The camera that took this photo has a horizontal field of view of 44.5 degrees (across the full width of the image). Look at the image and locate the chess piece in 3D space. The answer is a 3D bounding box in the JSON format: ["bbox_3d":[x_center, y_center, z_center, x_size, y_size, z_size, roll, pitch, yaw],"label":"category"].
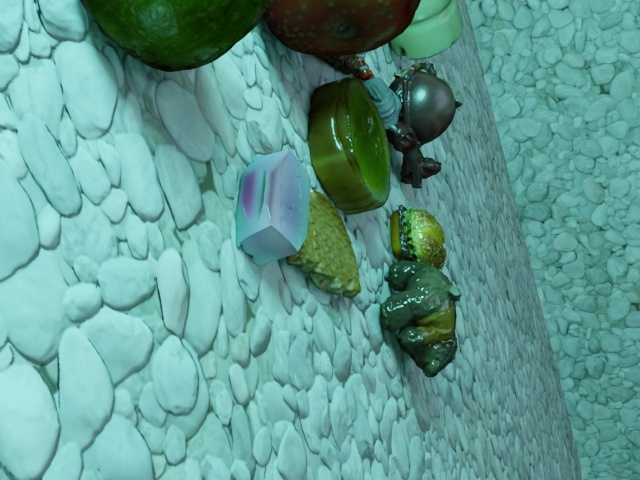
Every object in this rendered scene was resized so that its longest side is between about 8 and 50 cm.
[{"bbox_3d":[0.178,-0.616,1.674,0.234,0.234,0.442,-77,153,-46],"label":"chess piece"}]

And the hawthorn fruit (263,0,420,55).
[{"bbox_3d":[0.031,-0.396,1.104,0.275,0.299,0.275,-3,93,-47],"label":"hawthorn fruit"}]

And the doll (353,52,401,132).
[{"bbox_3d":[0.100,-0.281,1.480,0.094,0.079,0.180,94,-27,-82],"label":"doll"}]

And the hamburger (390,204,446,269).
[{"bbox_3d":[0.201,0.007,1.547,0.166,0.087,0.137,41,43,-57],"label":"hamburger"}]

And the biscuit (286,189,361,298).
[{"bbox_3d":[-0.001,0.000,1.128,0.224,0.033,0.144,31,48,-62],"label":"biscuit"}]

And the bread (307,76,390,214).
[{"bbox_3d":[0.053,-0.156,1.294,0.236,0.070,0.236,-11,90,-69],"label":"bread"}]

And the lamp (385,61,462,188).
[{"bbox_3d":[0.195,-0.250,1.622,0.223,0.151,0.215,-50,134,-7],"label":"lamp"}]

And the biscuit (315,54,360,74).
[{"bbox_3d":[0.021,-0.335,1.355,0.199,0.034,0.064,0,80,-68],"label":"biscuit"}]

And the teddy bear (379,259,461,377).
[{"bbox_3d":[0.189,0.145,1.399,0.177,0.140,0.190,-68,149,-59],"label":"teddy bear"}]

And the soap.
[{"bbox_3d":[-0.058,-0.042,0.979,0.100,0.056,0.149,50,34,-45],"label":"soap"}]

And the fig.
[{"bbox_3d":[-0.100,-0.283,0.765,0.203,0.235,0.203,-16,90,-71],"label":"fig"}]
